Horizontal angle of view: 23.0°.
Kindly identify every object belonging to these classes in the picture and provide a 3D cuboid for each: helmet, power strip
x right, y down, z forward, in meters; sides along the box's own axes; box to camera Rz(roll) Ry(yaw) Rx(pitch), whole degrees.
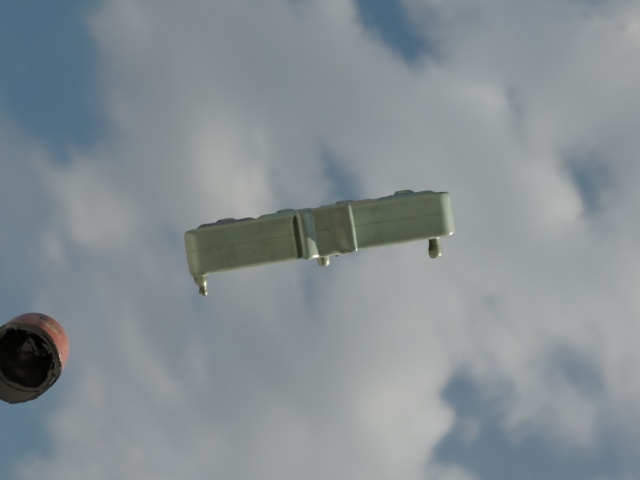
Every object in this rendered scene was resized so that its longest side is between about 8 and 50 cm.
[{"bbox_3d":[-0.241,0.092,1.303,0.065,0.049,0.084,44,-61,-7],"label":"helmet"},{"bbox_3d":[0.000,0.000,1.248,0.145,0.216,0.061,158,-78,-86],"label":"power strip"}]
